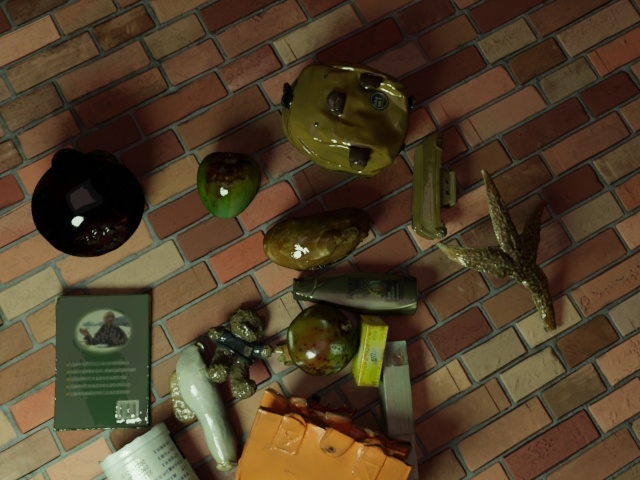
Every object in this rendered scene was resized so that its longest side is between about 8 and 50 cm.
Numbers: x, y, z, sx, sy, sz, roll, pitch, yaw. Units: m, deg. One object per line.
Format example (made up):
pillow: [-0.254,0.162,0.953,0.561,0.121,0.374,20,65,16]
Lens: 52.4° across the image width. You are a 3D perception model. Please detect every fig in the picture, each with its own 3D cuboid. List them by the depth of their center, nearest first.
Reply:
fig: [-0.260,-0.156,1.842,0.181,0.181,0.191,15,104,0]

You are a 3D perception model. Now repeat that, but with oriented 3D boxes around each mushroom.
mushroom: [-0.299,0.453,1.757,0.097,0.109,0.351,-23,89,11]

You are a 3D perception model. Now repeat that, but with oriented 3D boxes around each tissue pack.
tissue pack: [0.131,0.300,1.780,0.062,0.095,0.175,5,101,-12]

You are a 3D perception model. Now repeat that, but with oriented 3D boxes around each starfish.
starfish: [0.534,0.028,1.837,0.398,0.132,0.383,14,73,-15]

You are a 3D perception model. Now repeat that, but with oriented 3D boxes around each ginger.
ginger: [0.000,0.000,1.826,0.321,0.172,0.165,-13,121,-7]

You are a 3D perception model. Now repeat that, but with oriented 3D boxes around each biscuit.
biscuit: [-0.380,0.431,1.807,0.071,0.018,0.147,-9,83,-3]

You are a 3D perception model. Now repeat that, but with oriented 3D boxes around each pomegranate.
pomegranate: [-0.022,0.269,1.771,0.246,0.198,0.198,5,79,26]

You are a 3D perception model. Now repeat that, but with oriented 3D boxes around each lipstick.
lipstick: [0.208,0.465,1.792,0.080,0.076,0.371,-2,80,-11]

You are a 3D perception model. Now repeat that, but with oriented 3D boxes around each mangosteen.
mangosteen: [-0.632,-0.114,1.755,0.297,0.297,0.313,-26,86,-6]

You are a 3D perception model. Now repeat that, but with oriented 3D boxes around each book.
book: [-0.603,0.334,1.806,0.261,0.043,0.370,0,82,-5]

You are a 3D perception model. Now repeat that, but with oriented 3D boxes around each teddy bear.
teddy bear: [-0.234,0.303,1.783,0.182,0.129,0.251,33,53,-20]

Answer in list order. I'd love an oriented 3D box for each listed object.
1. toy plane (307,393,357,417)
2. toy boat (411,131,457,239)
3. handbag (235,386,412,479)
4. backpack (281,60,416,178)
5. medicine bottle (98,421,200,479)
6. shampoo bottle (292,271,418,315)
toy plane: [-0.001,0.465,1.750,0.126,0.194,0.077,-36,105,-31]
toy boat: [0.338,-0.159,1.901,0.122,0.089,0.320,5,81,-10]
handbag: [0.002,0.580,1.682,0.410,0.116,0.303,20,114,2]
backpack: [0.072,-0.353,1.869,0.378,0.201,0.353,9,76,-4]
medicine bottle: [-0.404,0.659,1.681,0.190,0.190,0.332,-33,83,-7]
shampoo bottle: [0.095,0.146,1.836,0.350,0.084,0.125,4,51,0]
